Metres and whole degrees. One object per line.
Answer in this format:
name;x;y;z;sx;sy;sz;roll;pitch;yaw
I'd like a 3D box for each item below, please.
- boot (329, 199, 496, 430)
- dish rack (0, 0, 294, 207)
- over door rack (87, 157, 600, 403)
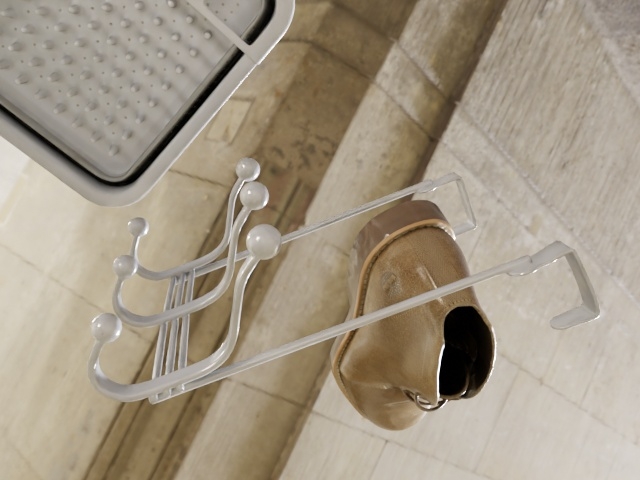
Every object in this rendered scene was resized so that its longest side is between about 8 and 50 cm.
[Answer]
boot;0.079;0.110;0.592;0.305;0.112;0.115;86;160;-52
dish rack;-0.224;-0.231;0.738;0.285;0.333;0.072;39;-167;-18
over door rack;0.000;0.000;0.529;0.324;0.108;0.239;-10;-161;-5
